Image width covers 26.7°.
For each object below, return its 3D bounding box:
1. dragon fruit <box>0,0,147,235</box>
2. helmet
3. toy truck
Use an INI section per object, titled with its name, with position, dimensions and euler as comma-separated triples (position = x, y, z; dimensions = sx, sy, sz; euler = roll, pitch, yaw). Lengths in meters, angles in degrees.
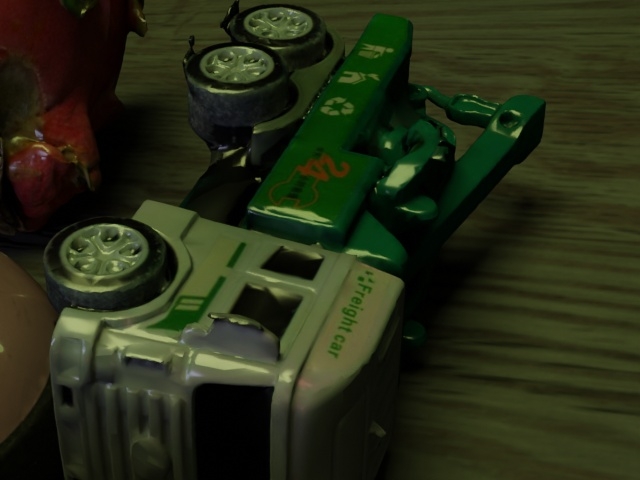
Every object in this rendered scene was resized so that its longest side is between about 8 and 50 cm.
[dragon fruit]
position = -0.254, -0.140, 0.934
dimensions = 0.306, 0.305, 0.225
euler = -18, 40, -7
[helmet]
position = -0.238, 0.063, 0.740
dimensions = 0.198, 0.154, 0.253
euler = -22, 39, -11
[toy truck]
position = -0.008, 0.000, 0.736
dimensions = 0.178, 0.176, 0.363
euler = 14, 39, 17
